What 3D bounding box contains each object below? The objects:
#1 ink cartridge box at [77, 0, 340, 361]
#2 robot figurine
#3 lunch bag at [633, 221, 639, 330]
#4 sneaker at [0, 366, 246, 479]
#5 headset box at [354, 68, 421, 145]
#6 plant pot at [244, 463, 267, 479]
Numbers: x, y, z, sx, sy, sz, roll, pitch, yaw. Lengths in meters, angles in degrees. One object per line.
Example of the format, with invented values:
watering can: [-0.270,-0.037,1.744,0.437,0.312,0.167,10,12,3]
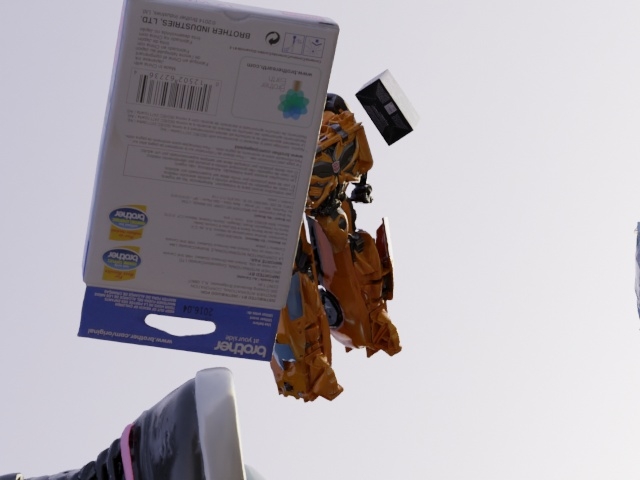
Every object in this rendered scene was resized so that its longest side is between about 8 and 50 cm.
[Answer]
ink cartridge box: [-0.104,-0.055,1.571,0.186,0.065,0.311,8,-77,-13]
robot figurine: [0.000,0.000,1.761,0.211,0.085,0.291,-33,-57,-43]
lunch bag: [0.246,0.016,1.195,0.053,0.071,0.083,-87,-10,-45]
sneaker: [-0.122,0.149,0.931,0.147,0.104,0.296,1,-27,-14]
headset box: [0.067,-0.133,1.765,0.032,0.062,0.083,-32,7,13]
plant pot: [-0.130,0.361,1.812,0.293,0.235,0.293,-12,-19,-4]
